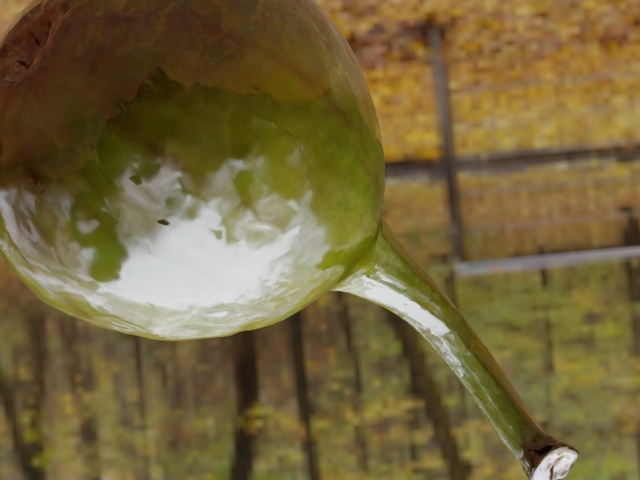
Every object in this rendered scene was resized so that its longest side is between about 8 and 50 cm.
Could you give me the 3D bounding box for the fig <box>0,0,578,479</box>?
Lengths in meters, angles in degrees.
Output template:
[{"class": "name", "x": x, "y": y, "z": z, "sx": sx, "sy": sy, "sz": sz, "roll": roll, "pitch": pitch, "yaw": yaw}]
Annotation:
[{"class": "fig", "x": 0.000, "y": 0.000, "z": 0.616, "sx": 0.236, "sy": 0.124, "sz": 0.124, "roll": 34, "pitch": 158, "yaw": -25}]
